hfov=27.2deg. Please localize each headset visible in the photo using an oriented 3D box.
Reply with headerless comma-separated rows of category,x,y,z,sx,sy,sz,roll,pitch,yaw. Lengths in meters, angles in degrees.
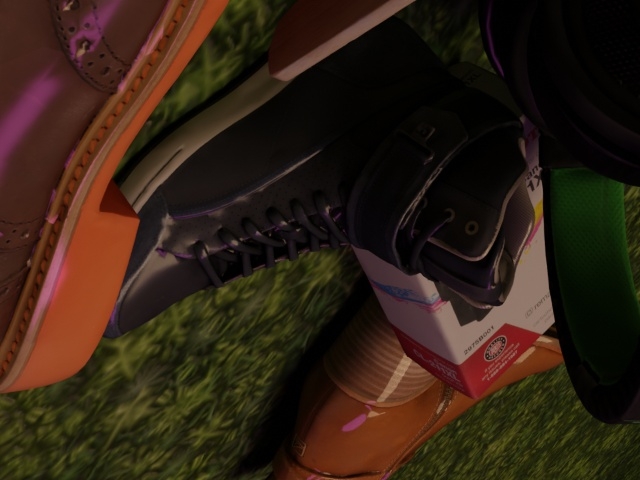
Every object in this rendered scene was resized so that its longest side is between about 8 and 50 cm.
headset,0.182,-0.106,0.642,0.243,0.185,0.394,-102,-170,-78

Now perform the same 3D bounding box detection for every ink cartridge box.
ink cartridge box,0.094,-0.004,0.838,0.127,0.072,0.175,-42,136,-14

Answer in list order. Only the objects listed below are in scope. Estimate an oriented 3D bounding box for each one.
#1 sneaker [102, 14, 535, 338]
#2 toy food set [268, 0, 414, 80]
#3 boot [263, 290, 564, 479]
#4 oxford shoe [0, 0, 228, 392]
sneaker,0.000,-0.001,0.640,0.226,0.163,0.086,-44,158,-7
toy food set,0.005,-0.172,0.388,0.071,0.217,0.128,17,157,-38
boot,0.079,0.135,1.050,0.283,0.109,0.220,-2,128,-56
oxford shoe,-0.111,-0.081,0.371,0.133,0.130,0.363,-11,134,-36
